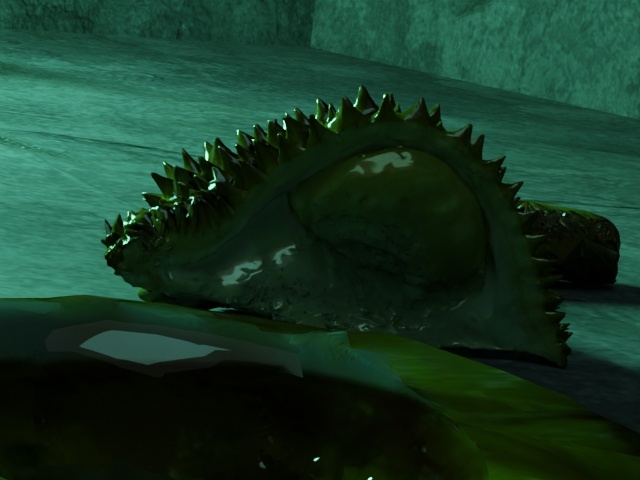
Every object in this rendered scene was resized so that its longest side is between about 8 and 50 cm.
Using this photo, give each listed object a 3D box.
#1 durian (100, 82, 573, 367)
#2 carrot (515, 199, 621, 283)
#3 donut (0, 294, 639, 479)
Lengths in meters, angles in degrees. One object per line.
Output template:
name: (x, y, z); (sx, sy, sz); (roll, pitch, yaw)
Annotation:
durian: (0.000, 0.000, 1.069); (0.306, 0.167, 0.172); (8, -21, -29)
carrot: (0.119, -0.002, 1.301); (0.228, 0.069, 0.069); (5, 11, -18)
donut: (-0.038, 0.099, 0.397); (0.329, 0.160, 0.330); (-1, 13, 0)
